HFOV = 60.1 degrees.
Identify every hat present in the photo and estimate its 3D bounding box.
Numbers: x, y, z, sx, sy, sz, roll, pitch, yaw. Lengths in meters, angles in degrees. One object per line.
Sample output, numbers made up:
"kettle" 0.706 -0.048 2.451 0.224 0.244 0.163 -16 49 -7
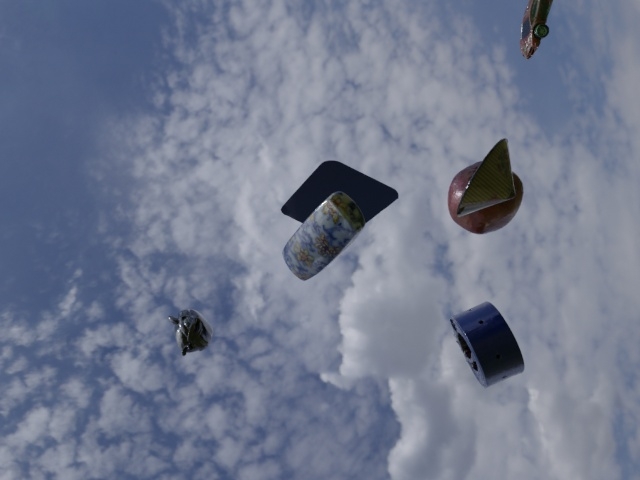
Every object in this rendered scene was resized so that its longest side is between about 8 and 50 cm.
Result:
"hat" 0.374 -0.114 1.169 0.082 0.193 0.193 33 -134 20

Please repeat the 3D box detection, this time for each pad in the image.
"pad" 0.034 -0.080 1.200 0.181 0.267 0.004 24 -120 -18

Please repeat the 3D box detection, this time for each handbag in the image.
"handbag" -0.190 0.134 0.813 0.047 0.111 0.072 -41 -76 -4

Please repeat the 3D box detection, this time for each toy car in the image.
"toy car" 0.306 -0.317 0.780 0.035 0.059 0.122 18 -89 1

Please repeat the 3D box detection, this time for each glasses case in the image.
"glasses case" 0.000 0.000 0.963 0.065 0.248 0.087 -33 -96 -33

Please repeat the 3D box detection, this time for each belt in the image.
"belt" 0.445 0.283 1.501 0.212 0.117 0.347 65 -175 17

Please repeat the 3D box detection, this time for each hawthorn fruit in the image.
"hawthorn fruit" 0.406 -0.092 1.387 0.179 0.179 0.200 -38 -38 -41
